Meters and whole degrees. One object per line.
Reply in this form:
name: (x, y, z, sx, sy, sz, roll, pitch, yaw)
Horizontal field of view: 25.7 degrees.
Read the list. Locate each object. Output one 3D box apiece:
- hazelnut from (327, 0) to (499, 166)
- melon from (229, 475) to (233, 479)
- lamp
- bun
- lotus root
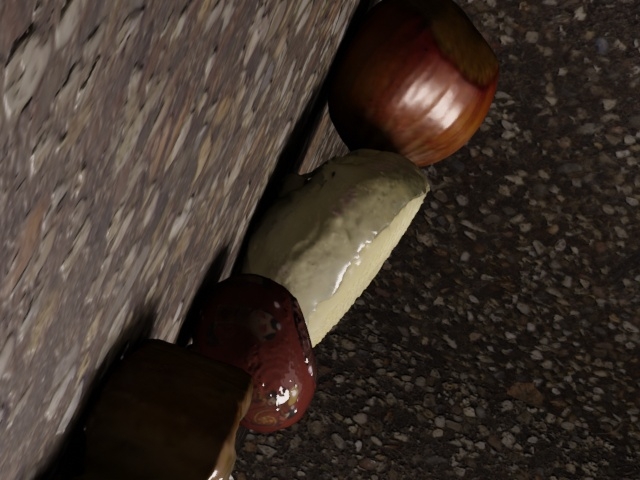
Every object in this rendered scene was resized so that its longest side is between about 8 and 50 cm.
hazelnut: (0.100, -0.192, 1.637, 0.210, 0.210, 0.186, 108, -23, -68)
melon: (-0.175, 0.307, 1.740, 0.202, 0.093, 0.139, 9, 79, -58)
lamp: (-0.074, 0.113, 1.350, 0.156, 0.135, 0.157, -106, -179, -47)
bun: (0.000, 0.000, 1.579, 0.287, 0.146, 0.287, -50, 172, -10)
lotus root: (-0.173, 0.265, 1.043, 0.390, 0.111, 0.375, -65, -178, -35)
